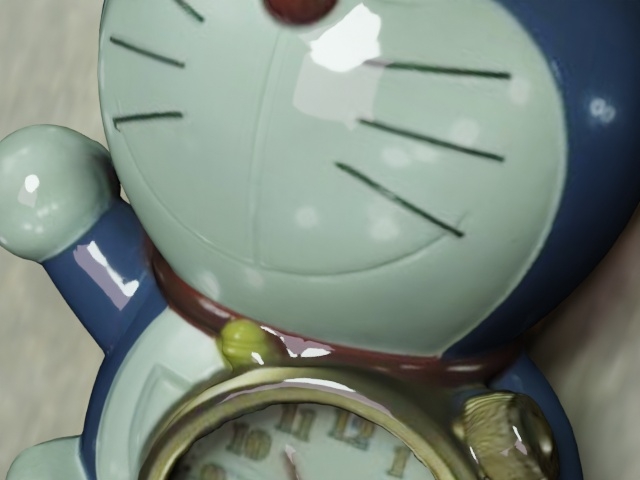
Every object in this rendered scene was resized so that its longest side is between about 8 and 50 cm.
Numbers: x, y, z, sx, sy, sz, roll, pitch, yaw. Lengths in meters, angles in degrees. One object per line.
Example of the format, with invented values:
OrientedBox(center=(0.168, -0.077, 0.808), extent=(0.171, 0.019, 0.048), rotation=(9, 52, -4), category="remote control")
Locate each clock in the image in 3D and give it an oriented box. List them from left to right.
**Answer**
OrientedBox(center=(0.000, 0.000, 0.558), extent=(0.199, 0.146, 0.243), rotation=(21, 108, 11), category="clock")
